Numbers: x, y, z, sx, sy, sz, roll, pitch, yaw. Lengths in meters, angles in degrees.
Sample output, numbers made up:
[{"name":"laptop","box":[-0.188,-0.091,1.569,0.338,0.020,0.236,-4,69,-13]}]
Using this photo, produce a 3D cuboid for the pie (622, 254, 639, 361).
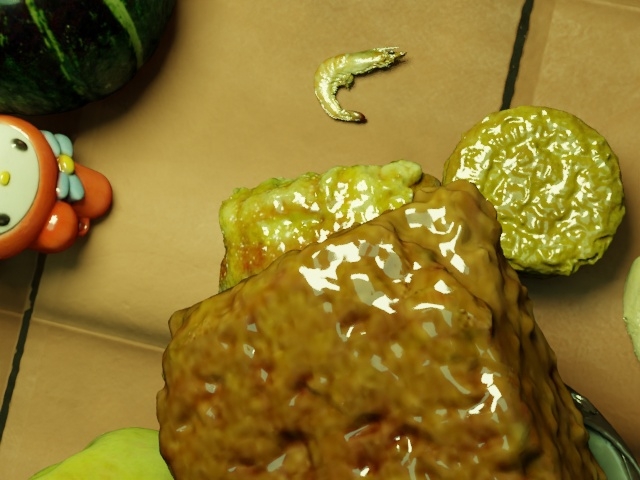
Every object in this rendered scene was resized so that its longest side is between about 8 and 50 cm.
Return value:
[{"name":"pie","box":[0.419,0.087,0.947,0.218,0.052,0.185,25,95,13]}]

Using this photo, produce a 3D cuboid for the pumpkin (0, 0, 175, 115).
[{"name":"pumpkin","box":[-0.313,-0.292,0.989,0.323,0.241,0.323,-3,66,6]}]

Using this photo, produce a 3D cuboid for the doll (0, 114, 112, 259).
[{"name":"doll","box":[-0.345,-0.057,0.977,0.130,0.290,0.161,-2,75,38]}]

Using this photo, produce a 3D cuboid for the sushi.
[{"name":"sushi","box":[0.000,0.000,0.963,0.274,0.184,0.139,-7,81,16]}]

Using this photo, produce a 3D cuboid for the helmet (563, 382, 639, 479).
[{"name":"helmet","box":[0.186,0.227,0.904,0.305,0.177,0.225,27,106,18]}]

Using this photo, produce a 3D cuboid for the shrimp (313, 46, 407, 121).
[{"name":"shrimp","box":[0.049,-0.178,1.045,0.114,0.023,0.083,-14,86,14]}]

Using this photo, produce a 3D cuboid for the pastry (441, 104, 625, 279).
[{"name":"pastry","box":[0.219,-0.047,0.964,0.189,0.103,0.188,-1,86,9]}]

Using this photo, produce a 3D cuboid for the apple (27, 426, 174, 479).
[{"name":"apple","box":[-0.219,0.351,0.893,0.339,0.338,0.305,-16,85,8]}]

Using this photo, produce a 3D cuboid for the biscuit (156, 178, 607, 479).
[{"name":"biscuit","box":[0.049,0.190,0.777,0.343,0.166,0.395,-26,87,28]}]
